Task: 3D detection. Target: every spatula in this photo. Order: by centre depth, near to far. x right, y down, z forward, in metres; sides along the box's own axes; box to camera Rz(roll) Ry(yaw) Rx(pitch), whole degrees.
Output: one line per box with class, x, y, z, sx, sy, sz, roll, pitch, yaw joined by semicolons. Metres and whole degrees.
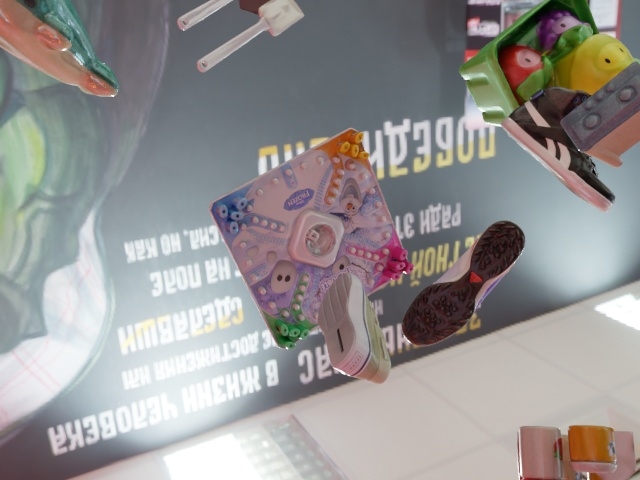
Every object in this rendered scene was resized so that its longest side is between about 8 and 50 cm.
spatula;-0.134;-0.347;0.908;0.019;0.168;0.242;-12;-153;46

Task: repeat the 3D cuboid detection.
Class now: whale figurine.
whale figurine;-0.443;-0.351;1.060;0.272;0.141;0.216;38;168;-39

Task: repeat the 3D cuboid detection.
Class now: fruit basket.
fruit basket;0.579;-0.424;1.521;0.392;0.283;0.392;-28;-159;12

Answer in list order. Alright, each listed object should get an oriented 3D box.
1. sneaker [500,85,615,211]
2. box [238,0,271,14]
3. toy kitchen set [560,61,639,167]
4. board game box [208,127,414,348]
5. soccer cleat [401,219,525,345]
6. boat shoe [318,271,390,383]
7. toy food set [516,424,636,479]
sneaker;0.382;-0.152;0.956;0.217;0.121;0.079;52;-163;29
box;-0.108;-0.697;1.533;0.103;0.261;0.184;20;163;8
toy kitchen set;0.267;-0.205;0.599;0.122;0.166;0.207;22;-140;-37
board game box;0.000;0.000;1.464;0.390;0.390;0.050;-31;-158;-18
soccer cleat;0.295;0.094;1.318;0.108;0.318;0.116;43;-177;15
boat shoe;0.063;0.167;1.216;0.094;0.109;0.302;37;-160;-18
toy food set;0.258;0.248;0.651;0.111;0.104;0.232;-4;160;21
